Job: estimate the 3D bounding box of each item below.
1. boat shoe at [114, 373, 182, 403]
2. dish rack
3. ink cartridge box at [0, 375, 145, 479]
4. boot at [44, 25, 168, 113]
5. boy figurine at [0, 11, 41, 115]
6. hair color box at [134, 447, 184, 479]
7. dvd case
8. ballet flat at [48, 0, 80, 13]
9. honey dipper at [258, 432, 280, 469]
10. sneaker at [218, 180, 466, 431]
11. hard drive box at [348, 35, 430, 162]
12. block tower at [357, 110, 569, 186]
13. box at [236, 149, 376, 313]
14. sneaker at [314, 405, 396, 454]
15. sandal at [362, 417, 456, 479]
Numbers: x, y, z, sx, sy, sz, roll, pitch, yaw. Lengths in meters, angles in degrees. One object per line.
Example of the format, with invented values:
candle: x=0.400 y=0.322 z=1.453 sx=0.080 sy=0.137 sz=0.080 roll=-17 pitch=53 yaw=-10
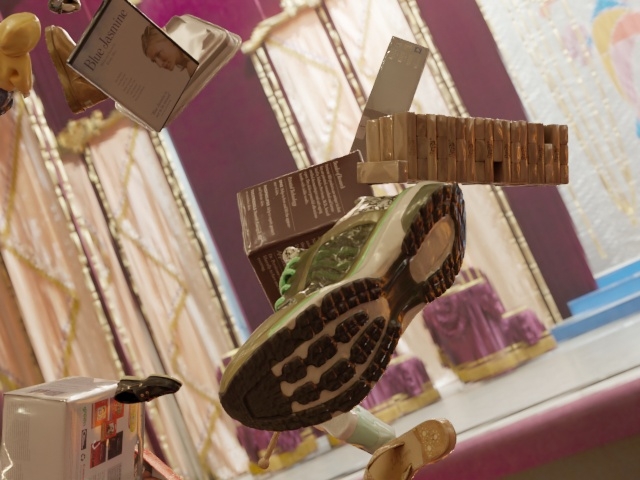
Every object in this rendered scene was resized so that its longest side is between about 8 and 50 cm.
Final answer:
boat shoe: x=-0.273 y=0.239 z=1.442 sx=0.133 sy=0.042 sz=0.049 roll=-10 pitch=-42 yaw=33
dish rack: x=-0.386 y=-0.448 z=2.322 sx=0.333 sy=0.285 sz=0.072 roll=-50 pitch=-45 yaw=-8
ink cartridge box: x=-0.431 y=0.406 z=1.600 sx=0.130 sy=0.309 sz=0.272 roll=3 pitch=1 yaw=18
boot: x=-0.481 y=-0.435 z=2.116 sx=0.269 sy=0.236 sz=0.089 roll=-22 pitch=-8 yaw=0
boy figurine: x=-0.693 y=-0.396 z=1.972 sx=0.285 sy=0.177 sz=0.092 roll=-46 pitch=3 yaw=45
hair color box: x=-0.320 y=0.470 z=1.751 sx=0.043 sy=0.141 sz=0.072 roll=15 pitch=-78 yaw=-60
dvd case: x=-0.377 y=-0.362 z=1.851 sx=0.022 sy=0.180 sz=0.253 roll=16 pitch=-16 yaw=46
ballet flat: x=-0.542 y=-0.507 z=1.958 sx=0.041 sy=0.041 sz=0.114 roll=-28 pitch=8 yaw=24
honey dipper: x=-0.058 y=0.280 z=1.407 sx=0.030 sy=0.030 sz=0.160 roll=56 pitch=-122 yaw=-80
sneaker: x=0.009 y=0.068 z=1.082 sx=0.182 sy=0.158 sz=0.410 roll=9 pitch=39 yaw=43
hard drive box: x=0.142 y=-0.283 z=1.907 sx=0.181 sy=0.089 sz=0.232 roll=109 pitch=-179 yaw=-53
block tower: x=0.211 y=-0.123 z=1.270 sx=0.335 sy=0.097 sz=0.091 roll=-3 pitch=2 yaw=-34
box: x=0.000 y=0.000 z=1.373 sx=0.203 sy=0.167 sz=0.168 roll=-19 pitch=-53 yaw=3
sneaker: x=0.070 y=0.389 z=1.911 sx=0.094 sy=0.151 sz=0.256 roll=-59 pitch=19 yaw=-1
sandal: x=0.108 y=0.350 z=1.416 sx=0.079 sy=0.088 sz=0.240 roll=4 pitch=-40 yaw=-40
